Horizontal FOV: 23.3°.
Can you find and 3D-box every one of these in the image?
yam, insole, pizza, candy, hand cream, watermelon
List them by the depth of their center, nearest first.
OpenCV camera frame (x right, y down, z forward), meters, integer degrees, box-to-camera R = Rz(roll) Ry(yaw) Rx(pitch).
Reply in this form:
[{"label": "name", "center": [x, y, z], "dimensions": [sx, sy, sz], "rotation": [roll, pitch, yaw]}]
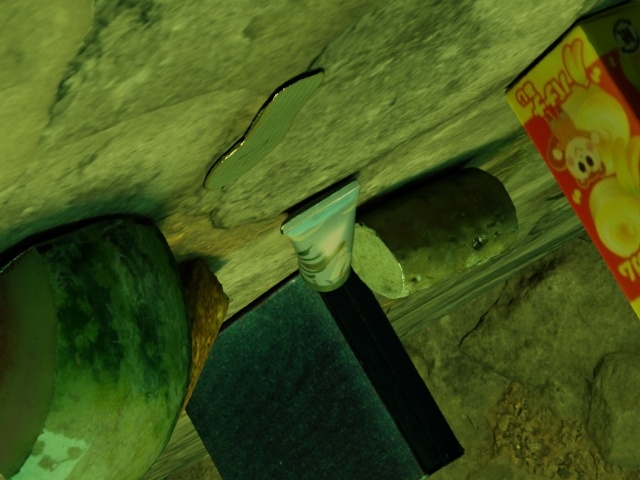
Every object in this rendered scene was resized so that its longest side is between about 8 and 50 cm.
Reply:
[{"label": "insole", "center": [-0.042, -0.077, 1.134], "dimensions": [0.064, 0.004, 0.188], "rotation": [-26, 170, -29]}, {"label": "watermelon", "center": [-0.187, 0.089, 1.203], "dimensions": [0.180, 0.224, 0.305], "rotation": [14, 178, 8]}, {"label": "candy", "center": [0.294, -0.062, 1.405], "dimensions": [0.088, 0.276, 0.146], "rotation": [-23, 167, -32]}, {"label": "pizza", "center": [-0.134, 0.104, 1.416], "dimensions": [0.271, 0.056, 0.134], "rotation": [-69, 170, -51]}, {"label": "hand cream", "center": [0.000, 0.000, 1.563], "dimensions": [0.088, 0.055, 0.256], "rotation": [-29, 164, -7]}, {"label": "yam", "center": [0.116, -0.005, 1.686], "dimensions": [0.194, 0.107, 0.107], "rotation": [-22, 168, -38]}]

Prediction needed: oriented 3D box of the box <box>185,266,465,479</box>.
[{"label": "box", "center": [-0.012, 0.202, 1.856], "dimensions": [0.261, 0.279, 0.116], "rotation": [-35, 171, 32]}]
